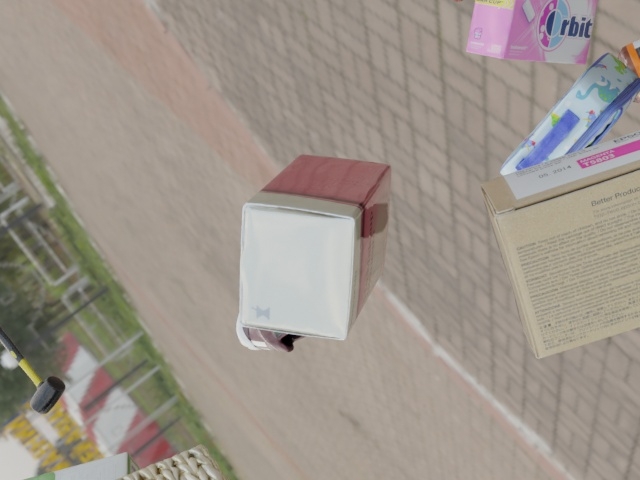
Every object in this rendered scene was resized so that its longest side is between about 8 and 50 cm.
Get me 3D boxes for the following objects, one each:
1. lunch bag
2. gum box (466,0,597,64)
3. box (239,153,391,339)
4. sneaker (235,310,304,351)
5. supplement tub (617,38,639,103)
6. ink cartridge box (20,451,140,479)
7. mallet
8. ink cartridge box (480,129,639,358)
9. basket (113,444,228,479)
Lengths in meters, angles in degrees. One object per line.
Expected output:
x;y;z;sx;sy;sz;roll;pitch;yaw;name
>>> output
0.373;-0.165;1.481;0.090;0.176;0.219;44;129;9;lunch bag
0.275;-0.283;1.254;0.062;0.188;0.107;24;111;44;gum box
0.000;0.000;1.167;0.127;0.232;0.148;7;110;12;box
-0.043;0.073;1.788;0.163;0.281;0.106;10;175;44;sneaker
0.545;-0.281;1.567;0.106;0.198;0.106;51;-155;-36;supplement tub
-0.400;0.429;1.619;0.062;0.209;0.109;70;-173;-45;ink cartridge box
-0.511;0.219;1.697;0.190;0.062;0.039;37;-165;25;mallet
0.310;-0.002;1.055;0.088;0.235;0.193;-97;-12;-63;ink cartridge box
-0.195;0.525;1.381;0.331;0.267;0.328;41;144;49;basket
